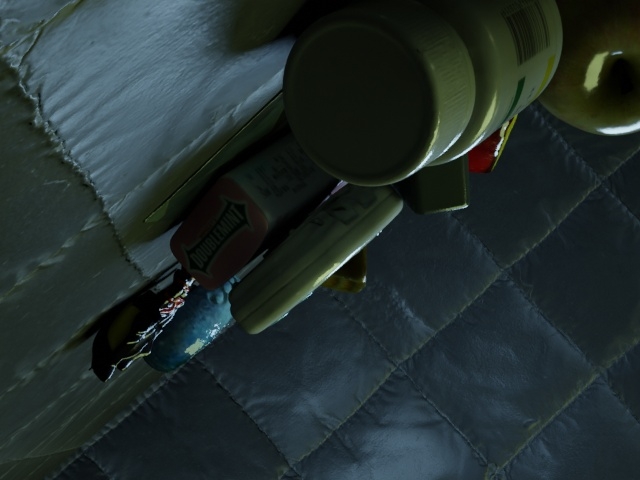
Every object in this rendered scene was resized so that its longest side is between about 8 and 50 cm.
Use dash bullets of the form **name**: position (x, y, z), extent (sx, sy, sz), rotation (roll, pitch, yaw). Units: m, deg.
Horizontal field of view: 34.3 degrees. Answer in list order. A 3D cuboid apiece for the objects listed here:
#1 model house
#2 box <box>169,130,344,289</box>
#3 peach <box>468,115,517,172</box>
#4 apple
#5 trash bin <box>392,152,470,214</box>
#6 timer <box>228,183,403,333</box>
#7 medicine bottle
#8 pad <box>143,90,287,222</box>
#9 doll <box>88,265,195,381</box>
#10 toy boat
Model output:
- **model house**: position (0.003, -0.001, 1.927), extent (0.173, 0.239, 0.268), rotation (-41, 175, -13)
- **box**: position (-0.042, -0.081, 1.512), extent (0.369, 0.112, 0.190), rotation (-38, 176, -46)
- **peach**: position (0.277, -0.249, 1.891), extent (0.245, 0.249, 0.274), rotation (-2, 178, -5)
- **apple**: position (0.409, -0.283, 1.435), extent (0.257, 0.257, 0.234), rotation (-45, -157, 41)
- **trash bin**: position (0.142, -0.172, 1.433), extent (0.101, 0.236, 0.177), rotation (-11, -157, -8)
- **timer**: position (-0.010, 0.015, 1.449), extent (0.237, 0.087, 0.262), rotation (-43, 179, 44)
- **medicine bottle**: position (0.117, -0.192, 1.134), extent (0.208, 0.208, 0.339), rotation (-44, 175, 38)
- **pad**: position (-0.116, -0.106, 1.328), extent (0.243, 0.004, 0.163), rotation (-42, 176, 10)
- **doll**: position (-0.293, 0.130, 1.701), extent (0.249, 0.088, 0.127), rotation (-50, 160, -30)
- **toy boat**: position (-0.263, 0.134, 2.004), extent (0.215, 0.123, 0.330), rotation (-34, -170, 17)
